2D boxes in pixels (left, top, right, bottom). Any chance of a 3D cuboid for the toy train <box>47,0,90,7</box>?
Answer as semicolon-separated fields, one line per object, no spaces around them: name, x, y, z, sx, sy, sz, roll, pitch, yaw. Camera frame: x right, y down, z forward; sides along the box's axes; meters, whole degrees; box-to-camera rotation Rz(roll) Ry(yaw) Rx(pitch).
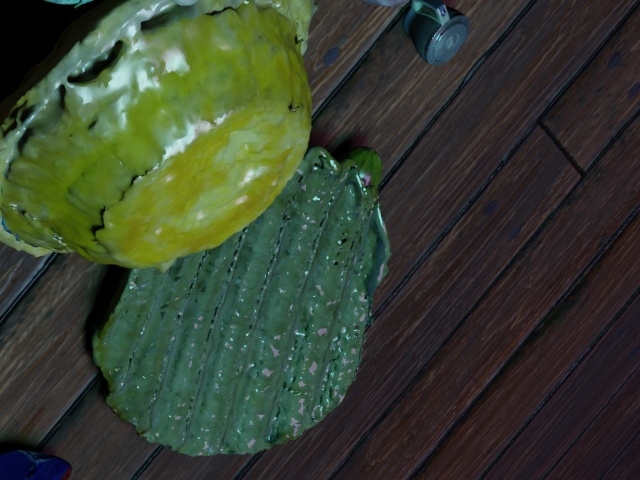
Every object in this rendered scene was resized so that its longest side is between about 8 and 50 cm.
toy train;-0.168;-0.295;1.505;0.298;0.194;0.120;-13;142;-41

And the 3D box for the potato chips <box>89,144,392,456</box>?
potato chips;-0.090;0.085;2.060;0.358;0.070;0.429;-6;129;-31

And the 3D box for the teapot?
teapot;0.123;-0.239;2.046;0.066;0.057;0.088;-41;151;-16

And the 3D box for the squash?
squash;0.000;0.000;2.135;0.066;0.066;0.252;-3;126;-50

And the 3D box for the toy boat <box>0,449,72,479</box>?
toy boat;-0.390;0.348;2.044;0.219;0.072;0.318;-15;144;-47

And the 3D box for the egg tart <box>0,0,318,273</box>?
egg tart;-0.137;-0.098;1.703;0.388;0.169;0.388;-33;160;-14

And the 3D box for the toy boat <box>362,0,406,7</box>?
toy boat;0.089;-0.330;1.905;0.227;0.085;0.155;-42;158;-34
